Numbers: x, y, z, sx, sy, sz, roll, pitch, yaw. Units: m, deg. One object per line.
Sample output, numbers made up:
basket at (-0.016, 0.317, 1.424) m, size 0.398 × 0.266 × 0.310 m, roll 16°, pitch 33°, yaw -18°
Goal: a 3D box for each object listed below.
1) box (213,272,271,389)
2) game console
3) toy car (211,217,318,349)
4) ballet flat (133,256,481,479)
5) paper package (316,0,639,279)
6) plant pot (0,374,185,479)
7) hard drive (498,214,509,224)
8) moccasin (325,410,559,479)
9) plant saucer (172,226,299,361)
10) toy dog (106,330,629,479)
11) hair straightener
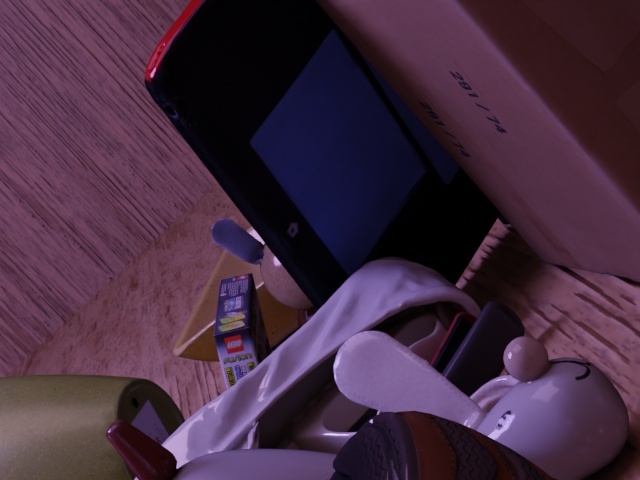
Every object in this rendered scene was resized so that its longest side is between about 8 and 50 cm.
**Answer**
box at (-0.074, 0.113, 1.605) m, size 0.036 × 0.114 × 0.207 m, roll -13°, pitch 13°, yaw 1°
game console at (0.047, -0.125, 1.362) m, size 0.060 × 0.386 × 0.342 m, roll 3°, pitch 51°, yaw 42°
toy car at (-0.011, 0.027, 1.517) m, size 0.155 × 0.188 × 0.149 m, roll -44°, pitch 11°, yaw -7°
ballet flat at (-0.018, 0.162, 1.240) m, size 0.400 × 0.139 × 0.139 m, roll -46°, pitch 11°, yaw -22°
paper package at (0.169, -0.142, 1.167) m, size 0.168 × 0.325 × 0.309 m, roll -45°, pitch 12°, yaw -7°
plant pot at (-0.277, 0.243, 1.560) m, size 0.293 × 0.275 × 0.275 m, roll -20°, pitch 19°, yaw 22°
hard drive at (0.217, -0.074, 1.542) m, size 0.094 × 0.022 × 0.135 m, roll -37°, pitch 12°, yaw 29°
moccasin at (0.000, 0.246, 0.790) m, size 0.380 × 0.147 × 0.139 m, roll -58°, pitch 22°, yaw 20°
plant saucer at (0.000, 0.000, 1.873) m, size 0.333 × 0.081 × 0.333 m, roll -38°, pitch 12°, yaw 19°
toy dog at (0.003, 0.132, 0.993) m, size 0.333 × 0.161 × 0.220 m, roll -32°, pitch 13°, yaw -8°
hair straightener at (0.088, 0.129, 1.155) m, size 0.089 × 0.047 × 0.230 m, roll -28°, pitch 18°, yaw 53°
